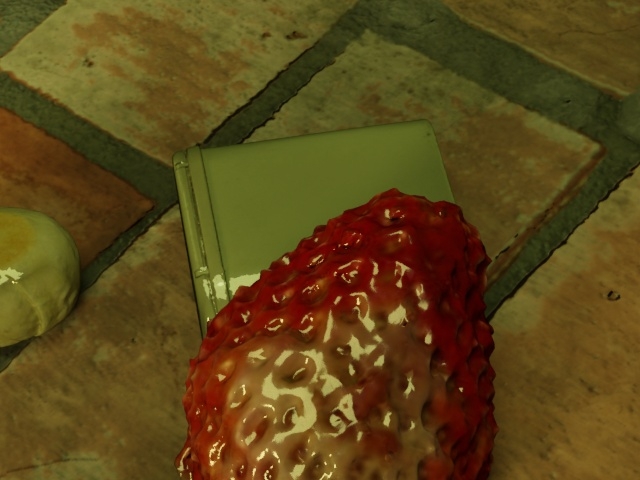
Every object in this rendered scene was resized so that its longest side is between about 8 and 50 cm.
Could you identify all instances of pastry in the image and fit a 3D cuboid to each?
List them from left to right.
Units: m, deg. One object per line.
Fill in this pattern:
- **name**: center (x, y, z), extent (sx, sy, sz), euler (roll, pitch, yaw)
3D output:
- **pastry**: center (-0.301, 0.029, 1.759), extent (0.156, 0.092, 0.156), euler (-2, 41, 2)

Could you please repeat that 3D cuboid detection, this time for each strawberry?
- **strawberry**: center (0.029, 0.104, 1.529), extent (0.265, 0.149, 0.336), euler (23, 75, 6)

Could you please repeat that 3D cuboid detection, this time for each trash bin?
- **trash bin**: center (0.000, 0.000, 1.720), extent (0.247, 0.121, 0.243), euler (-9, 47, -3)
